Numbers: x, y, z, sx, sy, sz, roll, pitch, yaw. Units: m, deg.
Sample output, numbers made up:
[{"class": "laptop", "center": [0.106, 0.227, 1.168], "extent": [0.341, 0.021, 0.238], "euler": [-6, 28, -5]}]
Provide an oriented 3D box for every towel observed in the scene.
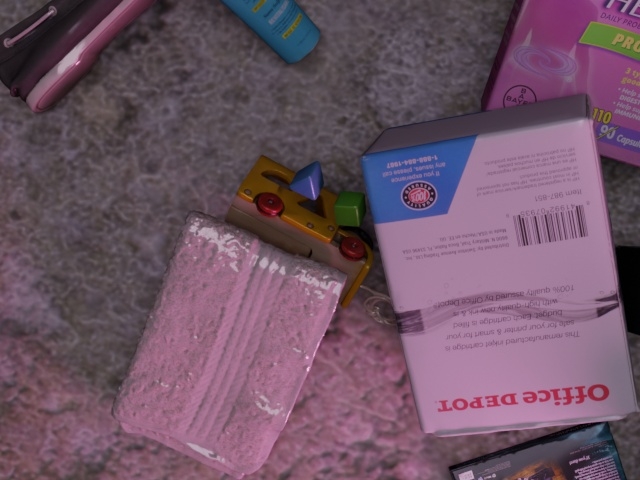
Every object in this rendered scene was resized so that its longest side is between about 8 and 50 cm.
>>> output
[{"class": "towel", "center": [-0.105, 0.121, 1.140], "extent": [0.187, 0.049, 0.282], "euler": [23, 112, 0]}]

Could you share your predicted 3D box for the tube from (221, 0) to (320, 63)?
[{"class": "tube", "center": [-0.084, -0.279, 1.137], "extent": [0.207, 0.052, 0.080], "euler": [42, 72, -31]}]

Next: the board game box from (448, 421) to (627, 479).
[{"class": "board game box", "center": [0.252, 0.288, 1.184], "extent": [0.186, 0.026, 0.126], "euler": [-18, 89, 1]}]

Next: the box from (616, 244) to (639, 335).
[{"class": "box", "center": [0.461, 0.059, 1.103], "extent": [0.261, 0.184, 0.103], "euler": [3, 92, 2]}]

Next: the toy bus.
[{"class": "toy bus", "center": [-0.009, -0.009, 1.157], "extent": [0.191, 0.104, 0.202], "euler": [-7, 125, 29]}]

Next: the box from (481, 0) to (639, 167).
[{"class": "box", "center": [0.309, -0.218, 1.109], "extent": [0.213, 0.117, 0.243], "euler": [18, 108, 2]}]

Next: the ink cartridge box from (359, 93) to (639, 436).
[{"class": "ink cartridge box", "center": [0.188, 0.027, 1.077], "extent": [0.223, 0.129, 0.307], "euler": [-9, 106, 17]}]

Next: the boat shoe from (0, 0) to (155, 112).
[{"class": "boat shoe", "center": [-0.234, -0.287, 1.162], "extent": [0.335, 0.112, 0.095], "euler": [-44, 93, 4]}]
